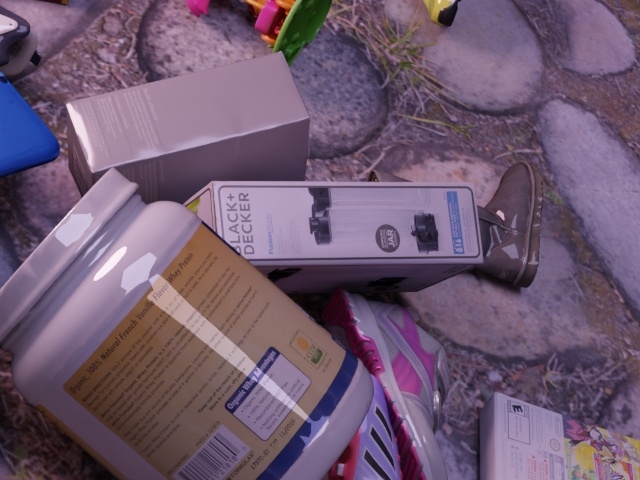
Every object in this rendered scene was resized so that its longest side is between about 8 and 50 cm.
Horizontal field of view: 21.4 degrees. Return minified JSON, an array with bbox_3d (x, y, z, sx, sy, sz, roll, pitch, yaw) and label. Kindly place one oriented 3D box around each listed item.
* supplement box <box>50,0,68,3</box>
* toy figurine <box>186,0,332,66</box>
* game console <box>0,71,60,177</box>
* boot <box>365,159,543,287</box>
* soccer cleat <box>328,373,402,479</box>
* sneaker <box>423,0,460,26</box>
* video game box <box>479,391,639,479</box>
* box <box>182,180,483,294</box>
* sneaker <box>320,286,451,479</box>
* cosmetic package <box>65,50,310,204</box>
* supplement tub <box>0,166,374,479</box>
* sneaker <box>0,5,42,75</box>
[{"bbox_3d":[-0.324,-0.308,1.936,0.083,0.043,0.055,9,50,-22],"label":"supplement box"},{"bbox_3d":[-0.084,-0.293,2.017,0.159,0.130,0.173,28,23,9],"label":"toy figurine"},{"bbox_3d":[-0.453,-0.116,1.666,0.293,0.250,0.173,49,7,16],"label":"game console"},{"bbox_3d":[0.150,-0.040,1.954,0.208,0.076,0.190,13,47,-9],"label":"boot"},{"bbox_3d":[0.051,0.250,1.622,0.095,0.083,0.248,11,66,-15],"label":"soccer cleat"},{"bbox_3d":[0.134,-0.353,2.197,0.094,0.081,0.208,8,44,-13],"label":"sneaker"},{"bbox_3d":[0.255,0.269,1.750,0.187,0.048,0.205,18,42,-11],"label":"video game box"},{"bbox_3d":[0.000,0.000,1.741,0.290,0.169,0.087,-1,78,-22],"label":"box"},{"bbox_3d":[0.089,0.154,1.731,0.111,0.103,0.252,-1,55,-26],"label":"sneaker"},{"bbox_3d":[-0.136,-0.100,1.763,0.238,0.127,0.107,-16,60,-16],"label":"cosmetic package"},{"bbox_3d":[-0.134,0.108,1.534,0.316,0.228,0.228,42,46,-6],"label":"supplement tub"},{"bbox_3d":[-0.369,-0.242,1.825,0.153,0.094,0.235,17,48,-16],"label":"sneaker"}]
